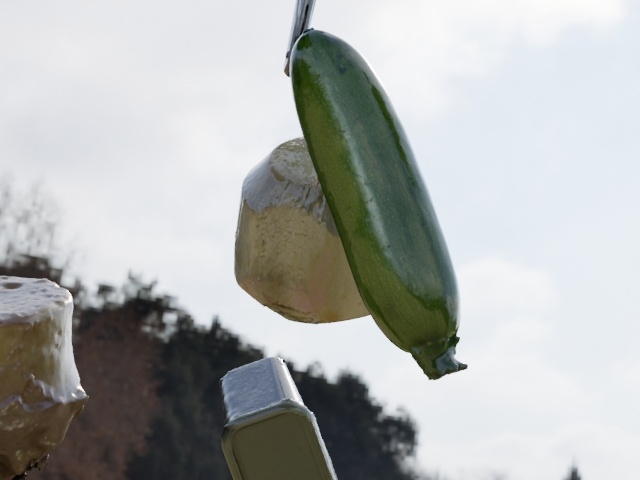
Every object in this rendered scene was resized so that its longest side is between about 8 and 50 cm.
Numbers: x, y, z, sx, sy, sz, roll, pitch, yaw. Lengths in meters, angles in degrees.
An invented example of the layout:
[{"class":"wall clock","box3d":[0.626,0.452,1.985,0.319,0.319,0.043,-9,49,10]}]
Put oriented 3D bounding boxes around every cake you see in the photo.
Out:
[{"class":"cake","box3d":[-0.496,0.228,1.794,0.332,0.321,0.332,0,9,0]}]

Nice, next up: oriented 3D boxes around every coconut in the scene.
[{"class":"coconut","box3d":[0.004,0.000,1.540,0.241,0.241,0.241,8,-13,2]}]

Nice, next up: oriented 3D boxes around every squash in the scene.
[{"class":"squash","box3d":[0.059,-0.041,1.307,0.107,0.395,0.107,-18,-18,-6]}]

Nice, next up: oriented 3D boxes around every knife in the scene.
[{"class":"knife","box3d":[-0.029,-0.424,2.328,0.041,0.265,0.073,12,-21,-4]}]

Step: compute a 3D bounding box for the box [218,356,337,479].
[{"class":"box","box3d":[-0.051,0.311,1.787,0.138,0.274,0.178,-17,24,-3]}]
